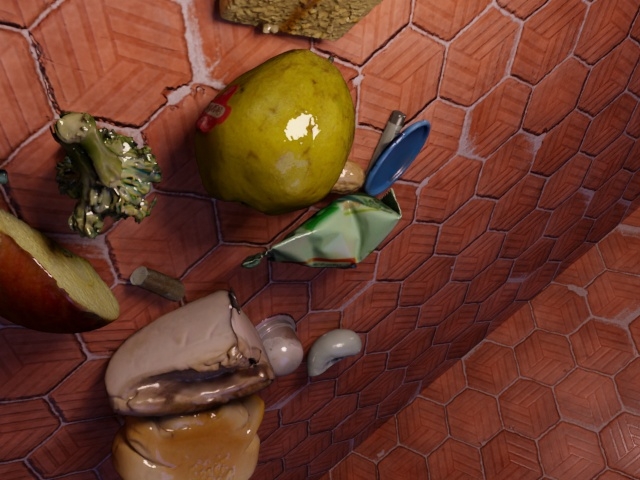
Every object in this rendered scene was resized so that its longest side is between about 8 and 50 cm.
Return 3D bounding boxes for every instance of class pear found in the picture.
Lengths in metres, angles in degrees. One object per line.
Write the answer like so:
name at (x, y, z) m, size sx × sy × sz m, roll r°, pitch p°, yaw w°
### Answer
pear at (-0.072, -0.216, 1.021) m, size 0.375 × 0.287 × 0.287 m, roll -59°, pitch 143°, yaw -11°

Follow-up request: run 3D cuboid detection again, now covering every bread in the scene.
bread at (-0.362, 0.568, 1.500) m, size 0.424 × 0.329 × 0.245 m, roll 9°, pitch 121°, yaw -37°
bread at (-0.039, -0.489, 0.932) m, size 0.263 × 0.198 × 0.236 m, roll -4°, pitch 163°, yaw -35°

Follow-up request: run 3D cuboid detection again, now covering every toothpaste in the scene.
toothpaste at (0.161, -0.227, 1.378) m, size 0.062 × 0.039 × 0.239 m, roll -15°, pitch 139°, yaw -43°

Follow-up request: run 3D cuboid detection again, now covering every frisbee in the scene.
frisbee at (0.187, -0.213, 1.337) m, size 0.242 × 0.045 × 0.242 m, roll -44°, pitch 163°, yaw -17°

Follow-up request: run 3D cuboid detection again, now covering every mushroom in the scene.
mushroom at (-0.349, 0.336, 1.406) m, size 0.397 × 0.224 × 0.313 m, roll -24°, pitch 150°, yaw -4°

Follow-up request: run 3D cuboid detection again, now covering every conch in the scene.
conch at (0.038, 0.386, 1.813) m, size 0.221 × 0.121 × 0.185 m, roll -30°, pitch 144°, yaw -2°

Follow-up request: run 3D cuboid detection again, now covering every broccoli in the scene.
broccoli at (-0.394, -0.104, 0.888) m, size 0.275 × 0.177 × 0.198 m, roll -90°, pitch -157°, yaw -89°

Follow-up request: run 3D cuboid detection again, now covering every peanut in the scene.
peanut at (-0.004, -0.147, 1.265) m, size 0.263 × 0.117 × 0.101 m, roll -16°, pitch 159°, yaw -34°

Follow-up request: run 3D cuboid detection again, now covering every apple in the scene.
apple at (-0.525, 0.075, 0.981) m, size 0.254 × 0.179 × 0.346 m, roll 0°, pitch 155°, yaw 11°

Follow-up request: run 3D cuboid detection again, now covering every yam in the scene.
yam at (-0.385, 0.104, 1.250) m, size 0.054 × 0.054 × 0.132 m, roll -45°, pitch 141°, yaw 7°

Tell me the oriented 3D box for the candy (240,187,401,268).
candy at (-0.002, -0.006, 1.289) m, size 0.398 × 0.172 × 0.263 m, roll -14°, pitch 172°, yaw -7°

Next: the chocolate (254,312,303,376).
chocolate at (-0.129, 0.348, 1.622) m, size 0.221 × 0.147 × 0.221 m, roll -25°, pitch 143°, yaw -21°

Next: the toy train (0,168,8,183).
toy train at (-0.604, -0.118, 0.844) m, size 0.172 × 0.070 × 0.099 m, roll -8°, pitch 125°, yaw -32°
